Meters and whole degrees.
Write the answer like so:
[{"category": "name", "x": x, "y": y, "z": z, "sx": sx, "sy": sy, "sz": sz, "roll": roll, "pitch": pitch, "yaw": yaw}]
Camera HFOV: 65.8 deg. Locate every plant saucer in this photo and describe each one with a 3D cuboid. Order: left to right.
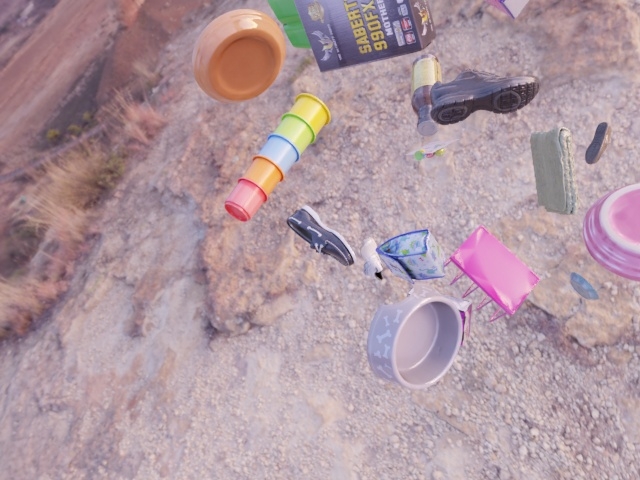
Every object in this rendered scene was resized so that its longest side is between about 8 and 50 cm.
[{"category": "plant saucer", "x": -0.155, "y": -0.357, "z": 0.989, "sx": 0.200, "sy": 0.200, "sz": 0.037, "roll": -37, "pitch": 60, "yaw": 6}, {"category": "plant saucer", "x": 0.880, "y": 0.159, "z": 1.664, "sx": 0.021, "sy": 0.119, "sz": 0.119, "roll": -38, "pitch": 42, "yaw": 2}, {"category": "plant saucer", "x": 0.909, "y": -0.041, "z": 1.364, "sx": 0.331, "sy": 0.084, "sz": 0.332, "roll": -13, "pitch": 51, "yaw": 16}]

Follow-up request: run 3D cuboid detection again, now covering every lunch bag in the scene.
[{"category": "lunch bag", "x": 0.238, "y": 0.047, "z": 1.313, "sx": 0.151, "sy": 0.129, "sz": 0.096, "roll": -10, "pitch": 50, "yaw": 33}]

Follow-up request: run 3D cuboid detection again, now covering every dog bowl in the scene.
[{"category": "dog bowl", "x": 0.313, "y": 0.314, "z": 1.581, "sx": 0.349, "sy": 0.349, "sz": 0.102, "roll": -54, "pitch": 33, "yaw": -12}]

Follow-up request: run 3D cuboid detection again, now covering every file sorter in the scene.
[{"category": "file sorter", "x": 0.620, "y": 0.136, "z": 1.873, "sx": 0.290, "sy": 0.182, "sz": 0.202, "roll": 45, "pitch": 64, "yaw": 10}]

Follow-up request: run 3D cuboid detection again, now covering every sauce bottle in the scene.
[{"category": "sauce bottle", "x": 0.368, "y": -0.505, "z": 1.717, "sx": 0.111, "sy": 0.111, "sz": 0.345, "roll": -14, "pitch": 48, "yaw": 28}]

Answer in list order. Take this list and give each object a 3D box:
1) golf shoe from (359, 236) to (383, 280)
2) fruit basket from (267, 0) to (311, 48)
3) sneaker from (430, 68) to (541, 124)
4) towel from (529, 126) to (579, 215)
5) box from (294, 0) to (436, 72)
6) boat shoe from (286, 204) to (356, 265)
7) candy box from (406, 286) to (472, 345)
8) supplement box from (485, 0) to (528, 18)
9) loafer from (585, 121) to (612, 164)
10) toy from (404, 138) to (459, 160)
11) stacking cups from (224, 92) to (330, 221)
[{"category": "golf shoe", "x": 0.186, "y": 0.065, "z": 1.693, "sx": 0.069, "sy": 0.176, "sz": 0.086, "roll": -33, "pitch": 45, "yaw": -18}, {"category": "fruit basket", "x": 0.046, "y": -0.646, "z": 1.099, "sx": 0.391, "sy": 0.392, "sz": 0.283, "roll": 3, "pitch": 52, "yaw": 38}, {"category": "sneaker", "x": 0.425, "y": -0.399, "z": 1.298, "sx": 0.285, "sy": 0.109, "sz": 0.130, "roll": -8, "pitch": 62, "yaw": 7}, {"category": "towel", "x": 0.396, "y": -0.116, "z": 0.838, "sx": 0.027, "sy": 0.148, "sz": 0.110, "roll": -14, "pitch": 9, "yaw": -1}, {"category": "box", "x": 0.042, "y": -0.365, "z": 0.683, "sx": 0.182, "sy": 0.231, "sz": 0.056, "roll": 4, "pitch": 39, "yaw": 39}, {"category": "boat shoe", "x": 0.000, "y": 0.000, "z": 1.666, "sx": 0.091, "sy": 0.114, "sz": 0.302, "roll": -34, "pitch": 50, "yaw": -19}, {"category": "candy box", "x": 0.441, "y": 0.279, "z": 1.860, "sx": 0.233, "sy": 0.159, "sz": 0.071, "roll": 16, "pitch": 34, "yaw": 33}, {"category": "supplement box", "x": 0.427, "y": -0.672, "z": 1.237, "sx": 0.220, "sy": 0.113, "sz": 0.111, "roll": 50, "pitch": 116, "yaw": 27}, {"category": "loafer", "x": 0.942, "y": -0.322, "z": 1.663, "sx": 0.148, "sy": 0.050, "sz": 0.056, "roll": -69, "pitch": 24, "yaw": 7}, {"category": "toy", "x": 0.485, "y": -0.385, "z": 2.139, "sx": 0.136, "sy": 0.056, "sz": 0.237, "roll": 5, "pitch": 22, "yaw": 44}, {"category": "stacking cups", "x": -0.095, "y": -0.175, "z": 1.072, "sx": 0.096, "sy": 0.096, "sz": 0.316, "roll": 13, "pitch": 62, "yaw": 42}]
